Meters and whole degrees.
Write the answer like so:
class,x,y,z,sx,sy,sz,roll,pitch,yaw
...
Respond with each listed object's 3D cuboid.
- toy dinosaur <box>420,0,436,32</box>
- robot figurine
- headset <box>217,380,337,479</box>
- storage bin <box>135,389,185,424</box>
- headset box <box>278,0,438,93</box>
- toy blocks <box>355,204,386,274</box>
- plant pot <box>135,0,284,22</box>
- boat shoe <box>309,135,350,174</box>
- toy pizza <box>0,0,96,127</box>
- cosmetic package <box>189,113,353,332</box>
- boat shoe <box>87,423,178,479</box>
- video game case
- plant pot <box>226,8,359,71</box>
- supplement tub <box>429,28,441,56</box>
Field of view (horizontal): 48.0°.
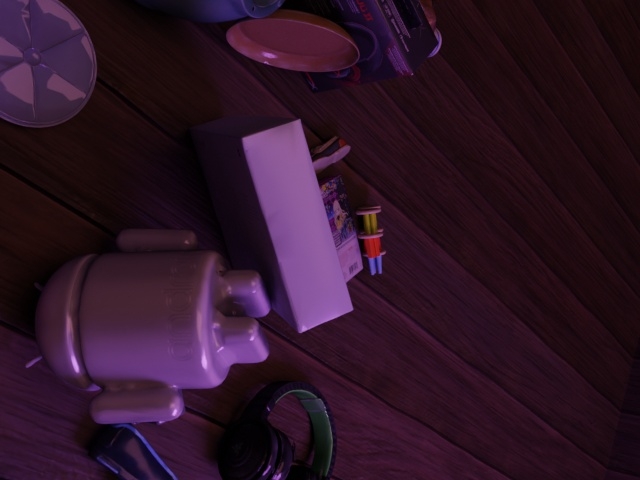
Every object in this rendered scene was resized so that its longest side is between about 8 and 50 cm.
class,x,y,z,sx,sy,sz,roll,pitch,yaw
toy dinosaur,0.194,-0.497,1.519,0.200,0.127,0.295,1,70,-26
robot figurine,-0.252,0.114,1.041,0.200,0.353,0.300,79,10,-58
headset,-0.069,0.435,1.300,0.243,0.185,0.394,59,43,-26
storage bin,-0.268,0.233,1.171,0.098,0.091,0.135,-16,103,-42
headset box,0.061,-0.406,1.325,0.110,0.293,0.218,-52,124,-29
toy blocks,0.109,0.004,1.513,0.123,0.054,0.148,-62,145,-80
plant pot,-0.144,-0.460,1.102,0.293,0.196,0.293,-51,161,-25
boat shoe,0.002,-0.171,1.449,0.043,0.049,0.137,45,54,15
toy pizza,-0.425,-0.265,1.049,0.201,0.032,0.201,-1,91,-42
cosmetic package,-0.092,-0.049,1.134,0.097,0.377,0.284,-23,108,-15
boat shoe,-0.283,0.408,1.172,0.089,0.109,0.258,-41,102,-27
video game case,0.000,0.000,1.410,0.232,0.042,0.210,-36,116,-55
plant pot,-0.046,-0.352,1.263,0.236,0.236,0.032,14,81,-43
supplement tub,0.216,-0.453,1.622,0.107,0.071,0.071,-7,96,-42
